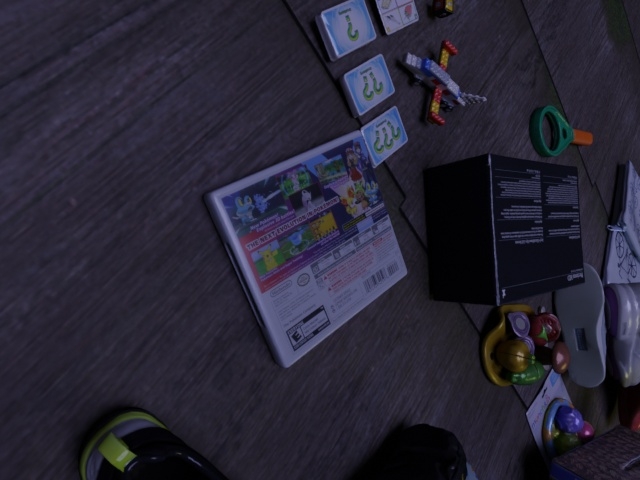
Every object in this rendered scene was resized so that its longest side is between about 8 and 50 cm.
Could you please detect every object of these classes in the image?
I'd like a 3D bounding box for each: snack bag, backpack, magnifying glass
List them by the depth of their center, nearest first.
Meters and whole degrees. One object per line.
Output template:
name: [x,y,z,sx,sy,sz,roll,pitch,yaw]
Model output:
backpack: [0.126,0.325,0.501,0.152,0.115,0.182,-28,108,-39]
magnifying glass: [0.466,-0.204,0.858,0.231,0.026,0.092,-5,91,-37]
snack bag: [0.772,0.032,1.087,0.323,0.037,0.342,36,67,-33]

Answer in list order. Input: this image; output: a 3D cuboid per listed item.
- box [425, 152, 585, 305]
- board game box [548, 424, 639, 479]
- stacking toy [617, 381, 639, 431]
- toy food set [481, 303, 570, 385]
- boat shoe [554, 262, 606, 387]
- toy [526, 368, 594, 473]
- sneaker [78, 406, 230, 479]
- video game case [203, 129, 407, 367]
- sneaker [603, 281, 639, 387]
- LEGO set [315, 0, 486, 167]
box: [0.273,-0.015,0.642,0.261,0.103,0.184,-3,87,-40]
board game box: [0.483,0.492,0.723,0.232,0.141,0.291,-1,99,-33]
stacking toy: [0.715,0.316,0.854,0.309,0.130,0.279,91,20,-44]
toy food set: [0.345,0.167,0.712,0.218,0.071,0.128,3,86,-39]
boat shoe: [0.488,0.152,0.835,0.081,0.079,0.227,-3,89,-59]
toy: [0.454,0.360,0.803,0.137,0.056,0.237,-36,110,-35]
sneaker: [-0.091,0.222,0.339,0.084,0.097,0.234,-51,118,-28]
video game case: [0.000,0.000,0.471,0.201,0.023,0.183,-31,107,-35]
sneaker: [0.633,0.190,0.866,0.114,0.152,0.305,-85,155,-44]
LEGO set: [0.120,-0.226,0.556,0.244,0.060,0.182,-39,116,-34]
